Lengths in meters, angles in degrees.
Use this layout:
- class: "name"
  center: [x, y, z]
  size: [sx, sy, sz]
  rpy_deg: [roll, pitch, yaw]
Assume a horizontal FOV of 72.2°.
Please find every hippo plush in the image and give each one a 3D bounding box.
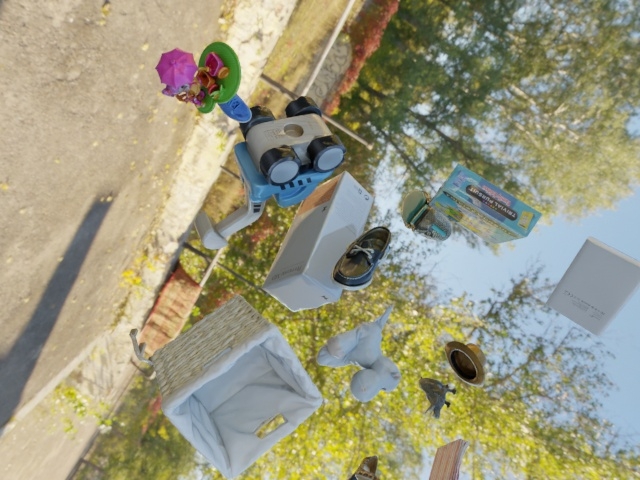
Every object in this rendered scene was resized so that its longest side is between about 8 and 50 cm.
- class: "hippo plush"
  center: [0.156, 0.418, 1.494]
  size: [0.294, 0.237, 0.234]
  rpy_deg: [-22, 157, -23]

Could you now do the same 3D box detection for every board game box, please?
- class: "board game box"
  center: [0.469, -0.094, 1.314]
  size: [0.079, 0.253, 0.336]
  rpy_deg: [-57, 172, 1]

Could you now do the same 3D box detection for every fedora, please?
- class: "fedora"
  center: [0.538, 0.430, 1.585]
  size: [0.079, 0.194, 0.194]
  rpy_deg: [-27, 172, -22]

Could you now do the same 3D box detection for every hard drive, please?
- class: "hard drive"
  center: [0.975, 0.168, 1.562]
  size: [0.040, 0.210, 0.319]
  rpy_deg: [-25, 140, -38]

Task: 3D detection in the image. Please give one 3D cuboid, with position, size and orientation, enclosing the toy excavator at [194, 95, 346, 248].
- class: "toy excavator"
  center: [-0.170, -0.165, 1.343]
  size: [0.432, 0.222, 0.445]
  rpy_deg: [-18, 150, -21]

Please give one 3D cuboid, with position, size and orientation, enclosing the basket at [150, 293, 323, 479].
- class: "basket"
  center: [-0.231, 0.387, 1.209]
  size: [0.328, 0.331, 0.266]
  rpy_deg: [-35, -150, -16]

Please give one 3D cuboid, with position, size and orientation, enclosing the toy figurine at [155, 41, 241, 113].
- class: "toy figurine"
  center: [-0.279, -0.343, 0.931]
  size: [0.173, 0.130, 0.159]
  rpy_deg: [-43, 169, 34]

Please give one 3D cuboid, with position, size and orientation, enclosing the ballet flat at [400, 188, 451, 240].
- class: "ballet flat"
  center: [0.430, -0.084, 1.763]
  size: [0.164, 0.182, 0.483]
  rpy_deg: [-52, -175, 14]

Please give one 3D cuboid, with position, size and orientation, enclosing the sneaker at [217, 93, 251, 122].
- class: "sneaker"
  center: [-0.227, -0.346, 1.055]
  size: [0.058, 0.152, 0.084]
  rpy_deg: [-45, -164, -3]

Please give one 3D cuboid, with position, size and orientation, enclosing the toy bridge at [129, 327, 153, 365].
- class: "toy bridge"
  center: [-0.694, 0.422, 1.698]
  size: [0.063, 0.026, 0.188]
  rpy_deg: [-94, 173, -54]

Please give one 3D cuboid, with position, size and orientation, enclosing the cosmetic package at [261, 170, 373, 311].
- class: "cosmetic package"
  center: [0.000, 0.000, 1.506]
  size: [0.230, 0.161, 0.453]
  rpy_deg: [-23, -144, 45]

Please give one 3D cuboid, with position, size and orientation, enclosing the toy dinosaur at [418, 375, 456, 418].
- class: "toy dinosaur"
  center: [0.545, 0.716, 2.123]
  size: [0.121, 0.160, 0.313]
  rpy_deg: [-62, -161, 15]

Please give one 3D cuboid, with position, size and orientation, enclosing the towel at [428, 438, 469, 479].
- class: "towel"
  center: [0.410, 0.730, 1.423]
  size: [0.144, 0.029, 0.197]
  rpy_deg: [-57, 173, -36]

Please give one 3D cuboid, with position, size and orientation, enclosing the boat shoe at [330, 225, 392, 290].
- class: "boat shoe"
  center: [0.117, 0.039, 1.204]
  size: [0.302, 0.114, 0.091]
  rpy_deg: [-44, 152, -60]

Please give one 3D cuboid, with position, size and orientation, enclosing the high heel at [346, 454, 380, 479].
- class: "high heel"
  center: [0.238, 1.027, 1.974]
  size: [0.186, 0.093, 0.261]
  rpy_deg: [-30, 171, -34]
